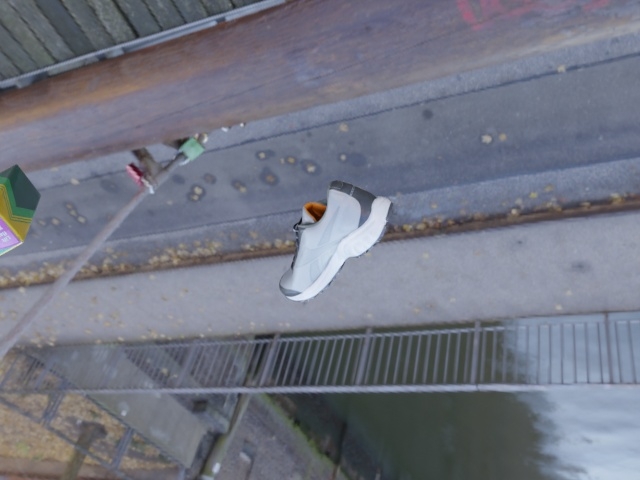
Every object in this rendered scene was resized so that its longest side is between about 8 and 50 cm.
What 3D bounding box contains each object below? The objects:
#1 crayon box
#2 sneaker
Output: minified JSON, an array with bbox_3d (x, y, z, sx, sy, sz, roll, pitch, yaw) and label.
[{"bbox_3d":[-0.804,0.003,1.336,0.363,0.313,0.106,-31,116,-3],"label":"crayon box"},{"bbox_3d":[0.000,0.000,0.946,0.108,0.100,0.271,32,137,-9],"label":"sneaker"}]
